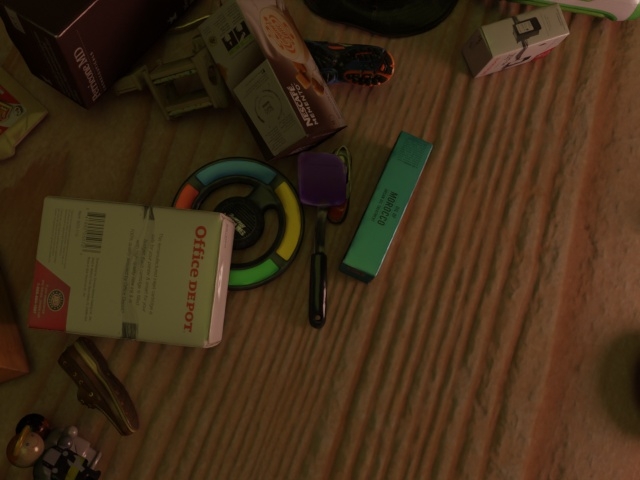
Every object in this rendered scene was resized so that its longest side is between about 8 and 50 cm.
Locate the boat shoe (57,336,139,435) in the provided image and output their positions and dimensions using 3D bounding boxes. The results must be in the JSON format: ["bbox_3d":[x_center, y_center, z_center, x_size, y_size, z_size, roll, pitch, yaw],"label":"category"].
[{"bbox_3d":[-0.354,0.240,1.101,0.060,0.064,0.178,-37,78,-4],"label":"boat shoe"}]

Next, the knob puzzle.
[{"bbox_3d":[-0.591,-0.205,1.174,0.213,0.030,0.213,1,81,-4],"label":"knob puzzle"}]

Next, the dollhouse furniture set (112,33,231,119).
[{"bbox_3d":[-0.235,-0.285,1.207,0.181,0.161,0.101,-7,123,27],"label":"dollhouse furniture set"}]

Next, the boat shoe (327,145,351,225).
[{"bbox_3d":[0.032,-0.095,1.191,0.049,0.043,0.137,8,81,-5],"label":"boat shoe"}]

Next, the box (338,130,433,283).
[{"bbox_3d":[0.108,-0.053,1.160,0.060,0.100,0.244,24,79,2],"label":"box"}]

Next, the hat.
[{"bbox_3d":[0.113,-0.531,1.226,0.331,0.134,0.332,1,79,-4],"label":"hat"}]

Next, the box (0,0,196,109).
[{"bbox_3d":[-0.318,-0.420,1.110,0.143,0.191,0.381,34,70,10],"label":"box"}]

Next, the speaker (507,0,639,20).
[{"bbox_3d":[0.437,-0.477,1.241,0.296,0.131,0.131,9,80,-2],"label":"speaker"}]

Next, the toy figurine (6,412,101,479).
[{"bbox_3d":[-0.431,0.362,0.996,0.148,0.213,0.210,36,80,-12],"label":"toy figurine"}]

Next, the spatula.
[{"bbox_3d":[0.000,0.000,1.159,0.084,0.030,0.297,1,94,-8],"label":"spatula"}]

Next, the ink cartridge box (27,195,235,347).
[{"bbox_3d":[-0.288,0.051,1.082,0.282,0.117,0.208,6,85,5],"label":"ink cartridge box"}]

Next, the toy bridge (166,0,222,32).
[{"bbox_3d":[-0.272,-0.403,1.230,0.188,0.026,0.063,3,80,-2],"label":"toy bridge"}]

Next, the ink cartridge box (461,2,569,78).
[{"bbox_3d":[0.341,-0.350,1.221,0.150,0.109,0.063,-19,86,-7],"label":"ink cartridge box"}]

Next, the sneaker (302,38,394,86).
[{"bbox_3d":[0.024,-0.311,1.215,0.221,0.087,0.083,11,112,11],"label":"sneaker"}]

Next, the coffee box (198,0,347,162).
[{"bbox_3d":[-0.076,-0.267,1.137,0.098,0.141,0.247,-27,89,35],"label":"coffee box"}]

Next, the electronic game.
[{"bbox_3d":[-0.140,-0.030,1.165,0.229,0.048,0.230,1,81,-4],"label":"electronic game"}]

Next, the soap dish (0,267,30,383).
[{"bbox_3d":[-0.631,0.146,1.067,0.290,0.118,0.229,-19,82,-8],"label":"soap dish"}]
